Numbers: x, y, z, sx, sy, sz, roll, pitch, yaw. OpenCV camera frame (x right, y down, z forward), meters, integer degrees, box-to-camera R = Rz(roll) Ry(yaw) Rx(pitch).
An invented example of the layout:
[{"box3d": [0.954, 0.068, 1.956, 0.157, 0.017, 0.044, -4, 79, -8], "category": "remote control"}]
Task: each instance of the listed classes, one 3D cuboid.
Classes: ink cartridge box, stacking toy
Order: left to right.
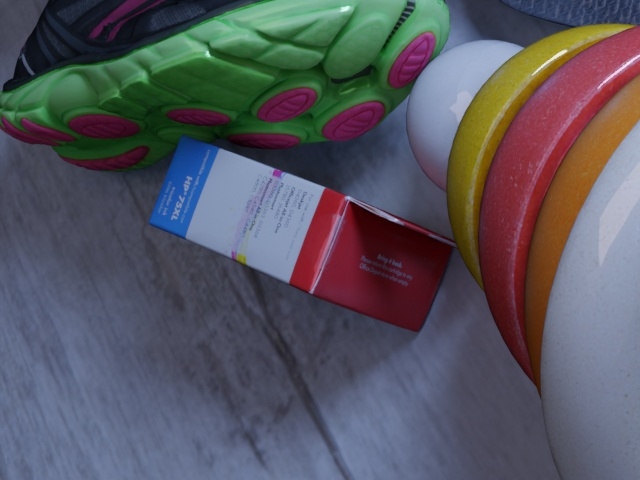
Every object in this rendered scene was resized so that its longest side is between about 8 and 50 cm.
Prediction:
[{"box3d": [0.000, 0.000, 1.419, 0.231, 0.134, 0.078, 23, 91, 42], "category": "ink cartridge box"}, {"box3d": [0.201, -0.026, 1.209, 0.351, 0.350, 0.480, -62, 30, 7], "category": "stacking toy"}]

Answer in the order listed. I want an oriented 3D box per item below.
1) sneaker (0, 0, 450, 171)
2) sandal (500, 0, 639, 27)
[{"box3d": [-0.097, -0.177, 1.501, 0.482, 0.185, 0.202, -3, 72, 47], "category": "sneaker"}, {"box3d": [0.200, -0.188, 1.371, 0.254, 0.054, 0.097, 38, 110, 30], "category": "sandal"}]
